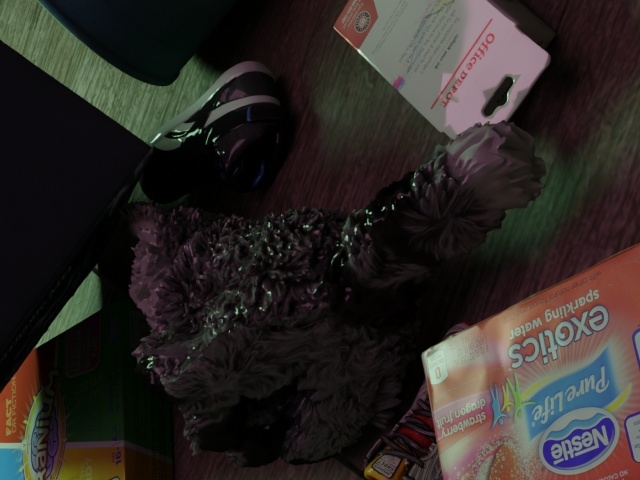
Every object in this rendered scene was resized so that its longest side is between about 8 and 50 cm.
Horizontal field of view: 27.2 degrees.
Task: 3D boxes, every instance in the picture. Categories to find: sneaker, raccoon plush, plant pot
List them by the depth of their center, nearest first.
[{"bbox_3d":[0.090,0.174,1.062,0.088,0.093,0.225,19,93,52],"label":"sneaker"},{"bbox_3d":[0.000,0.000,1.201,0.446,0.216,0.299,-35,40,16],"label":"raccoon plush"},{"bbox_3d":[-0.118,-0.081,1.409,0.217,0.079,0.121,-44,46,32],"label":"sneaker"},{"bbox_3d":[-0.170,-0.351,1.432,0.255,0.272,0.271,-41,48,17],"label":"plant pot"}]

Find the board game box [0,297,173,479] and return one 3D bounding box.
[{"bbox_3d":[-0.286,0.231,1.533,0.316,0.064,0.242,-29,57,43],"label":"board game box"}]

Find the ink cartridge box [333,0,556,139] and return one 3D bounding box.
[{"bbox_3d":[0.116,-0.168,1.135,0.198,0.067,0.115,49,119,28],"label":"ink cartridge box"}]

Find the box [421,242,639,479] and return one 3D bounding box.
[{"bbox_3d":[0.226,0.102,0.875,0.300,0.142,0.154,-33,55,41],"label":"box"}]

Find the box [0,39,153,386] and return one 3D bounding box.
[{"bbox_3d":[-0.370,0.016,1.397,0.293,0.212,0.395,-57,4,-24],"label":"box"}]
